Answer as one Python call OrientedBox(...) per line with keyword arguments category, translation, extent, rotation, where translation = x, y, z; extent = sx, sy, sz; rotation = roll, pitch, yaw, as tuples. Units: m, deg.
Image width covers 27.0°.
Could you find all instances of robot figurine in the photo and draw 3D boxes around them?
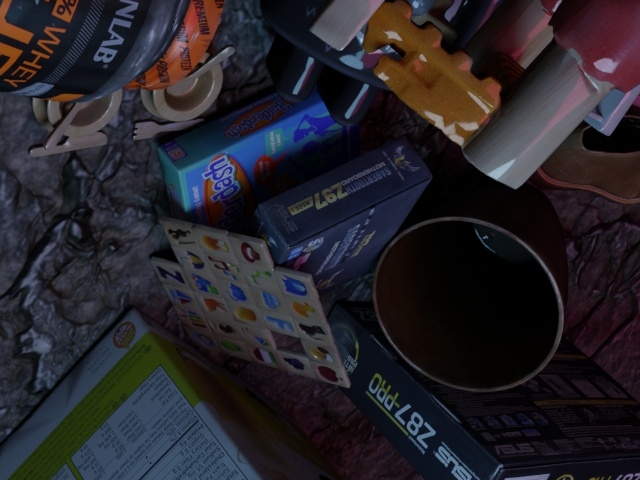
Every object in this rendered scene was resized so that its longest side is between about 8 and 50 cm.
OrientedBox(category="robot figurine", translation=(0.053, -0.246, 1.218), extent=(0.209, 0.173, 0.278), rotation=(1, 124, -56))

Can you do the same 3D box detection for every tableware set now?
OrientedBox(category="tableware set", translation=(-0.170, -0.137, 1.228), extent=(0.194, 0.039, 0.128), rotation=(-13, 131, -33))

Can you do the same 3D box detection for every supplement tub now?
OrientedBox(category="supplement tub", translation=(-0.246, -0.214, 0.966), extent=(0.338, 0.207, 0.207), rotation=(5, 120, -43))

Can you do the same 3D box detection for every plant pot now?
OrientedBox(category="plant pot", translation=(0.199, 0.025, 1.544), extent=(0.230, 0.215, 0.215), rotation=(-49, 158, -56))

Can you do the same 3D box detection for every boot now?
OrientedBox(category="boot", translation=(0.389, -0.109, 1.651), extent=(0.305, 0.115, 0.112), rotation=(-3, 82, -40))

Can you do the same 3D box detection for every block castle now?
OrientedBox(category="block castle", translation=(0.044, -0.274, 0.962), extent=(0.453, 0.303, 0.213), rotation=(38, 107, -11))

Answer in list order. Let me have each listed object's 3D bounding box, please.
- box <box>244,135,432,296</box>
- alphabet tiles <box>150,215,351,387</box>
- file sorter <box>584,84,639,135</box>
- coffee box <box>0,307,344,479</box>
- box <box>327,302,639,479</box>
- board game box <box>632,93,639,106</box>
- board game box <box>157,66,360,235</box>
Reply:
OrientedBox(category="box", translation=(0.000, 0.000, 1.398), extent=(0.183, 0.059, 0.233), rotation=(-27, 164, -26))
OrientedBox(category="alphabet tiles", translation=(-0.081, 0.062, 1.369), extent=(0.009, 0.198, 0.237), rotation=(-61, 151, -31))
OrientedBox(category="file sorter", translation=(0.269, -0.290, 1.358), extent=(0.173, 0.193, 0.278), rotation=(19, 110, -44))
OrientedBox(category="coffee box", translation=(-0.147, 0.348, 1.435), extent=(0.338, 0.334, 0.337), rotation=(-47, 141, 2))
OrientedBox(category="box", translation=(0.228, 0.201, 1.643), extent=(0.395, 0.318, 0.097), rotation=(4, 122, -44))
OrientedBox(category="board game box", translation=(0.438, -0.253, 1.638), extent=(0.305, 0.053, 0.193), rotation=(9, 116, -45))
OrientedBox(category="board game box", translation=(-0.056, -0.071, 1.370), extent=(0.210, 0.047, 0.160), rotation=(-28, 142, -19))
